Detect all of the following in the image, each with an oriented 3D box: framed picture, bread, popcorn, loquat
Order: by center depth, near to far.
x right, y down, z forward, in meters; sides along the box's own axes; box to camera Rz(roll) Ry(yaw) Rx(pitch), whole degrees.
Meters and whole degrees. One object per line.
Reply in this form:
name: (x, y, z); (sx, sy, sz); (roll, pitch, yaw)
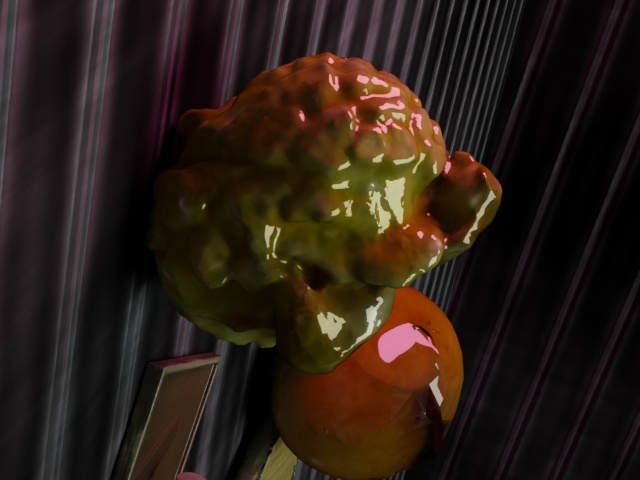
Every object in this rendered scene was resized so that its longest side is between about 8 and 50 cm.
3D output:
popcorn: (0.003, -0.021, 1.128); (0.206, 0.252, 0.236); (12, 92, -74)
framed picture: (-0.140, 0.174, 1.345); (0.203, 0.015, 0.150); (5, 103, -80)
loquat: (0.052, 0.161, 1.730); (0.235, 0.235, 0.235); (18, 90, -80)
bread: (-0.081, 0.322, 1.828); (0.267, 0.040, 0.267); (17, 90, -80)

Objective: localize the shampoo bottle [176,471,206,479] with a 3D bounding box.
shampoo bottle: (-0.140, 0.297, 1.358); (0.065, 0.065, 0.204); (-49, 161, -65)
